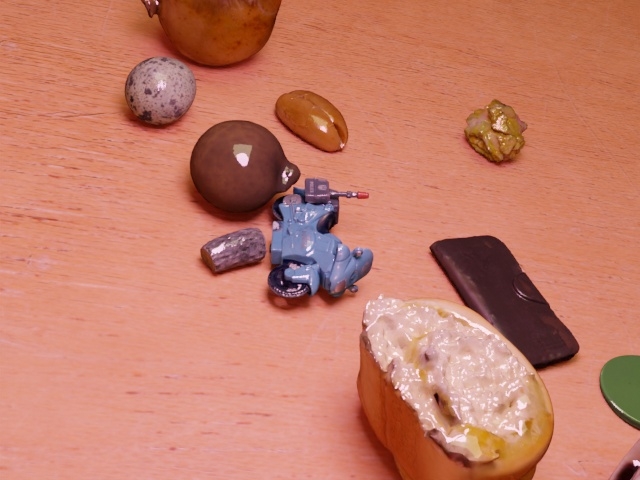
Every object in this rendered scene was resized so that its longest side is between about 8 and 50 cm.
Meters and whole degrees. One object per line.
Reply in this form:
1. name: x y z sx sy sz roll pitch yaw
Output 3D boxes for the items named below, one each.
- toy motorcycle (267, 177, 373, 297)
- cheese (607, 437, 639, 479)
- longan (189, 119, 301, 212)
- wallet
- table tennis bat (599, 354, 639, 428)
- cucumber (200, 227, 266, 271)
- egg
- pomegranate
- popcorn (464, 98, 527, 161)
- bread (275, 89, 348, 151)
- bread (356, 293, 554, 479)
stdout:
1. toy motorcycle: 0.000 0.000 1.464 0.182 0.124 0.272 2 45 -3
2. cheese: 0.468 0.372 1.122 0.153 0.292 0.332 38 58 20
3. longan: -0.138 -0.133 1.520 0.204 0.159 0.185 8 52 -9
4. wallet: 0.338 0.106 1.526 0.165 0.042 0.310 -9 49 -25
5. table tennis bat: 0.613 0.261 1.469 0.257 0.039 0.160 -10 49 -21
6. cucumber: -0.152 0.017 1.433 0.112 0.064 0.064 -16 53 -32
7. egg: -0.316 -0.303 1.657 0.132 0.132 0.172 28 32 11
8. pomegranate: -0.224 -0.532 1.811 0.307 0.307 0.307 10 43 -9
9. popcorn: 0.398 -0.246 1.864 0.125 0.126 0.145 32 20 -23
10. bread: -0.015 -0.265 1.767 0.189 0.077 0.114 38 42 24
11. bread: 0.191 0.239 1.172 0.211 0.270 0.316 -20 46 -16
